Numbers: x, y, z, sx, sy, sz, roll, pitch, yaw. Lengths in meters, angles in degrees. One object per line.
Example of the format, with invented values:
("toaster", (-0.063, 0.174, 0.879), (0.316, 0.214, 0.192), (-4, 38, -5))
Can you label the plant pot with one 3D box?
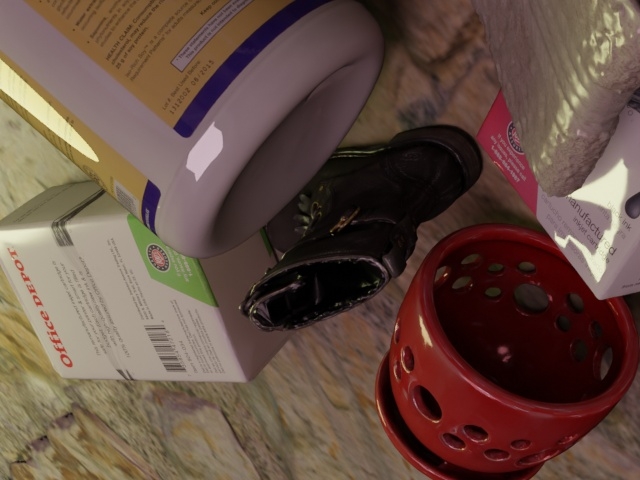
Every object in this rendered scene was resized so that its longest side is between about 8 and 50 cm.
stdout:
("plant pot", (0.145, 0.110, 0.928), (0.191, 0.191, 0.174), (33, 136, 10))

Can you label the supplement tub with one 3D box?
("supplement tub", (-0.142, -0.172, 0.875), (0.331, 0.241, 0.241), (41, 134, 10))

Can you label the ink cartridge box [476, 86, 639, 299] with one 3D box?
("ink cartridge box", (0.225, -0.105, 0.735), (0.172, 0.100, 0.237), (59, 144, 33))

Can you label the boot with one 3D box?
("boot", (0.000, 0.000, 0.917), (0.263, 0.229, 0.091), (-23, 106, 41))

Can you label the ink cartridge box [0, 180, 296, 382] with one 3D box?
("ink cartridge box", (-0.185, 0.039, 1.148), (0.273, 0.115, 0.198), (-4, 118, 35))

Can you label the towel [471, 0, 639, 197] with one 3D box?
("towel", (0.138, -0.186, 0.685), (0.187, 0.049, 0.282), (102, 157, -63))
